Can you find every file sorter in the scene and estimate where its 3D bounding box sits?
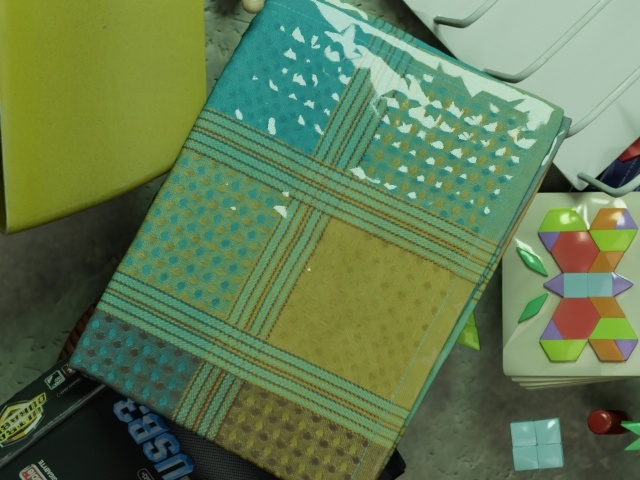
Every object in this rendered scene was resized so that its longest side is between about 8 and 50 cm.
[{"bbox_3d":[0.213,-0.199,1.692,0.193,0.173,0.277,-43,99,2],"label":"file sorter"}]

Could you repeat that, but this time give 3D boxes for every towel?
[{"bbox_3d":[0.000,0.000,1.602,0.271,0.040,0.370,28,82,3],"label":"towel"}]

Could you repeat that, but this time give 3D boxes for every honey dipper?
[{"bbox_3d":[-0.062,-0.211,1.658,0.030,0.160,0.030,-2,106,-8],"label":"honey dipper"}]

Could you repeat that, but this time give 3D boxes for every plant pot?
[{"bbox_3d":[-0.204,-0.143,1.636,0.187,0.212,0.212,-8,111,-24],"label":"plant pot"}]

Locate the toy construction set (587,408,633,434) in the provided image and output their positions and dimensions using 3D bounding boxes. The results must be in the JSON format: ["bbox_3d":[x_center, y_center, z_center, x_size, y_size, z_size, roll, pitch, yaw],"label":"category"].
[{"bbox_3d":[0.428,0.172,1.897,0.309,0.237,0.257,5,86,18],"label":"toy construction set"}]

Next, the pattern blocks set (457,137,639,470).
[{"bbox_3d":[0.239,0.040,1.810,0.285,0.026,0.324,-16,86,8],"label":"pattern blocks set"}]

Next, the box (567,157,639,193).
[{"bbox_3d":[0.339,-0.033,1.884,0.225,0.036,0.136,27,100,-20],"label":"box"}]

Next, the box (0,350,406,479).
[{"bbox_3d":[-0.107,0.180,1.712,0.293,0.073,0.295,-36,129,-9],"label":"box"}]

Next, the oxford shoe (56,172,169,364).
[{"bbox_3d":[-0.120,0.084,1.764,0.146,0.140,0.397,28,103,-28],"label":"oxford shoe"}]
